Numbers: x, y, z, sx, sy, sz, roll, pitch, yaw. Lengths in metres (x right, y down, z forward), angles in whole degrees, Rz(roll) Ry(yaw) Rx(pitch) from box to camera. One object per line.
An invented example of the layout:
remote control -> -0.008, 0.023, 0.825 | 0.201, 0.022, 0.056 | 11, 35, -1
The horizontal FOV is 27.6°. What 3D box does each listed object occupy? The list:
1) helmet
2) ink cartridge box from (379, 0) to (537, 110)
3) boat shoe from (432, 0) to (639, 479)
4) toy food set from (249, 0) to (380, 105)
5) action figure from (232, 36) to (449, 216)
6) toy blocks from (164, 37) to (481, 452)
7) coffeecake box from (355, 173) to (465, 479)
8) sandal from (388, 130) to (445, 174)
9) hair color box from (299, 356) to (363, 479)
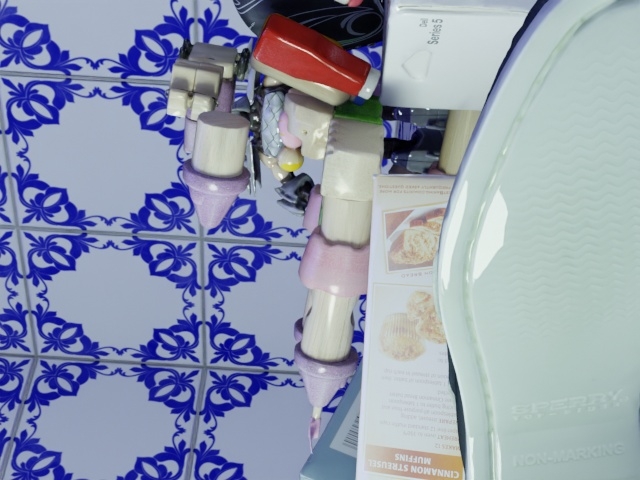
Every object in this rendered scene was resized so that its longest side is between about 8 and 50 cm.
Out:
helmet -> -0.007, -0.247, 1.193 | 0.169, 0.161, 0.169 | -2, -90, -67
ink cartridge box -> 0.113, -0.262, 1.046 | 0.198, 0.114, 0.273 | 88, -175, -75
boat shoe -> 0.092, 0.014, 0.495 | 0.091, 0.114, 0.302 | -94, 6, -49
toy food set -> 0.018, -0.177, 1.014 | 0.232, 0.104, 0.111 | 123, 168, -55
action figure -> 0.021, -0.118, 1.321 | 0.099, 0.285, 0.185 | -86, -1, -60
toy blocks -> 0.000, 0.000, 1.152 | 0.288, 0.309, 0.260 | -84, 4, -67
coffeecake box -> 0.083, 0.065, 0.683 | 0.142, 0.068, 0.185 | 7, -94, -59
sandal -> 0.118, -0.052, 1.456 | 0.120, 0.086, 0.303 | 93, -179, -62
hair color box -> 0.056, 0.323, 1.555 | 0.374, 0.113, 0.185 | 92, -156, -49
